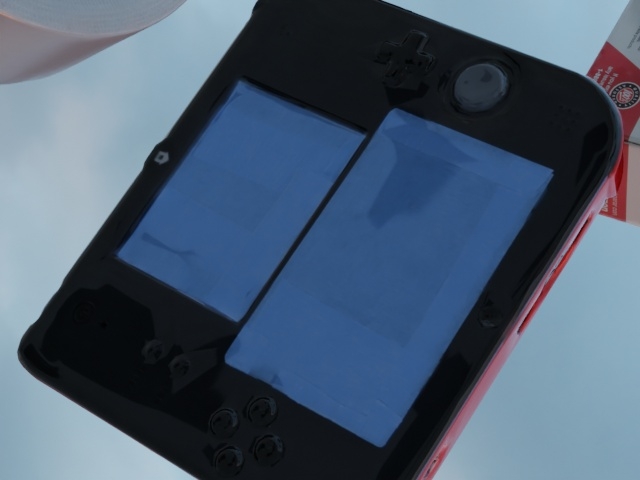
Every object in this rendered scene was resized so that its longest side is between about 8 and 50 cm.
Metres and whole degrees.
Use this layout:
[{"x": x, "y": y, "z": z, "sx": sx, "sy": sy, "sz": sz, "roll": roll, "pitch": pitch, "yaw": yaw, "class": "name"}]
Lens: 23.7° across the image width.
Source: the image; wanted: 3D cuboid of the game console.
[{"x": 0.000, "y": 0.000, "z": 1.108, "sx": 0.342, "sy": 0.386, "sz": 0.060, "roll": 27, "pitch": -15, "yaw": 27, "class": "game console"}]

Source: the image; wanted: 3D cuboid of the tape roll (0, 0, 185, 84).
[{"x": -0.144, "y": -0.182, "z": 0.668, "sx": 0.072, "sy": 0.219, "sz": 0.219, "roll": -19, "pitch": -99, "yaw": 41, "class": "tape roll"}]

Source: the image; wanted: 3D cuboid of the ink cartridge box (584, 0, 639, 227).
[{"x": 0.366, "y": -0.093, "z": 1.288, "sx": 0.273, "sy": 0.197, "sz": 0.114, "roll": 19, "pitch": -34, "yaw": 24, "class": "ink cartridge box"}]
